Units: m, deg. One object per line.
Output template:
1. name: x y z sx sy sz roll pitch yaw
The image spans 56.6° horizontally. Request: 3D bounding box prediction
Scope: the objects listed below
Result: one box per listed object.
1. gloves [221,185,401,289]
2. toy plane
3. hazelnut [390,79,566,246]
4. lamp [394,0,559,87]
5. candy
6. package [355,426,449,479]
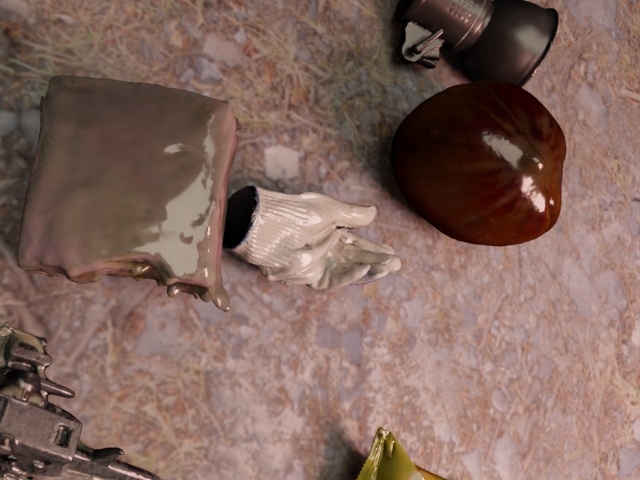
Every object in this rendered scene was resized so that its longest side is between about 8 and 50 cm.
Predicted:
1. gloves: -0.005 -0.001 0.682 0.229 0.097 0.119 17 89 -26
2. toy plane: -0.240 0.177 0.522 0.262 0.088 0.192 26 42 -27
3. hazelnut: 0.204 -0.098 0.754 0.229 0.229 0.229 6 78 -29
4. lamp: 0.194 -0.309 0.842 0.227 0.147 0.172 24 93 -15
5. candy: -0.163 -0.044 0.554 0.185 0.137 0.195 8 77 -9
6. package: 0.111 0.334 0.689 0.226 0.090 0.168 33 68 -23
